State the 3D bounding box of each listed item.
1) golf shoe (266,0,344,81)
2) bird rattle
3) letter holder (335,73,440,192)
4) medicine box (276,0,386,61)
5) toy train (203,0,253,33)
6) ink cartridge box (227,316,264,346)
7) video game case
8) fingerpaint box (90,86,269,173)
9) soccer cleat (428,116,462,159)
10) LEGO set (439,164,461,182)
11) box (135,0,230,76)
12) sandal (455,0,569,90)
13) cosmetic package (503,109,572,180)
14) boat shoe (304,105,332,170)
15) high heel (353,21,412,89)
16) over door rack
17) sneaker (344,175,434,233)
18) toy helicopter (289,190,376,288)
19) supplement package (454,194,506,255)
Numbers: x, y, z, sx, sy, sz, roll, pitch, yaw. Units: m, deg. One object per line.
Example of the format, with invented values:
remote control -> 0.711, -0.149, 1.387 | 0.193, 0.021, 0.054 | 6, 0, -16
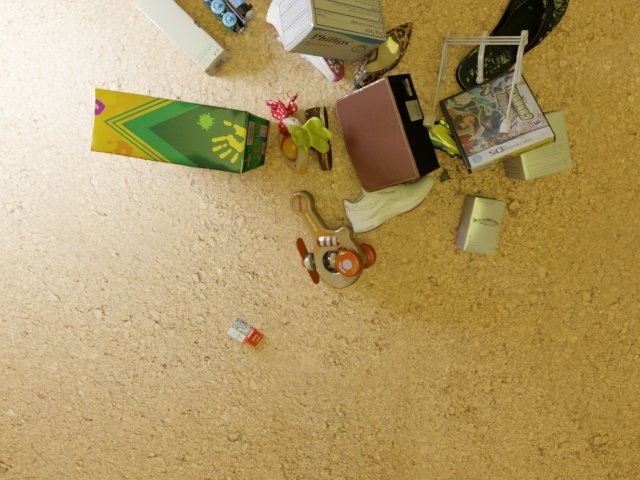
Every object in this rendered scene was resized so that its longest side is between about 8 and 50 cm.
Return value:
golf shoe -> -0.043, -0.615, 1.446 | 0.140, 0.115, 0.306 | -17, 119, 41
bird rattle -> -0.092, -0.322, 1.457 | 0.143, 0.253, 0.206 | -23, 139, -33
letter holder -> 0.198, -0.321, 1.437 | 0.215, 0.152, 0.301 | -13, 100, 41
medicine box -> 0.022, -0.680, 1.311 | 0.264, 0.149, 0.288 | -8, 89, -36
toy train -> -0.285, -0.725, 1.429 | 0.105, 0.080, 0.184 | -43, 98, 2
ink cartridge box -> -0.264, 0.330, 1.656 | 0.115, 0.029, 0.062 | 34, 99, -6
video game case -> 0.516, -0.358, 1.394 | 0.249, 0.035, 0.274 | -21, 63, 16
fingerpaint box -> -0.359, -0.299, 1.324 | 0.372, 0.445, 0.163 | 9, 102, -2
soccer cleat -> 0.416, -0.330, 1.494 | 0.290, 0.093, 0.121 | 15, 98, -2
LEGO set -> 0.424, -0.217, 1.555 | 0.083, 0.023, 0.054 | -14, 103, -11
box -> -0.413, -0.636, 1.429 | 0.275, 0.113, 0.094 | 44, 98, -9
sandal -> 0.605, -0.636, 1.425 | 0.168, 0.107, 0.445 | 37, 100, -6
cosmetic package -> 0.666, -0.297, 1.469 | 0.152, 0.151, 0.183 | -15, 101, 3
boat shoe -> -0.007, -0.324, 1.510 | 0.073, 0.073, 0.206 | -6, 92, 15
high heel -> 0.198, -0.561, 1.401 | 0.093, 0.186, 0.261 | 41, 98, -6
over door rack -> 0.456, -0.457, 1.381 | 0.240, 0.108, 0.323 | 11, 80, 26
sneaker -> 0.220, -0.145, 1.518 | 0.305, 0.114, 0.152 | -28, 101, 5
toy helicopter -> 0.000, 0.000, 1.546 | 0.235, 0.140, 0.354 | -36, 82, 31
supplement package -> 0.522, -0.053, 1.540 | 0.105, 0.105, 0.179 | 9, 101, -1
